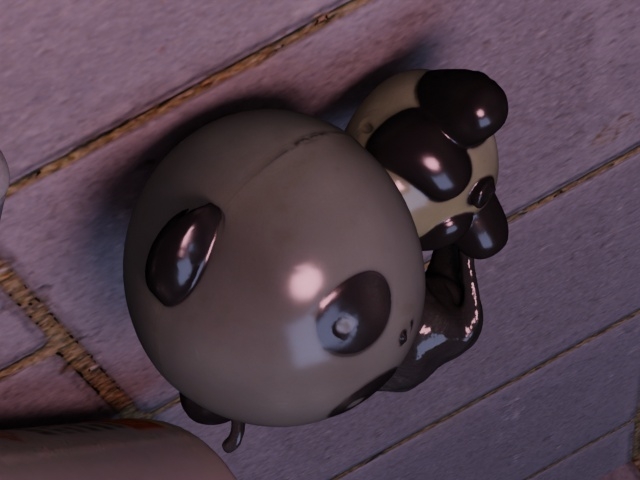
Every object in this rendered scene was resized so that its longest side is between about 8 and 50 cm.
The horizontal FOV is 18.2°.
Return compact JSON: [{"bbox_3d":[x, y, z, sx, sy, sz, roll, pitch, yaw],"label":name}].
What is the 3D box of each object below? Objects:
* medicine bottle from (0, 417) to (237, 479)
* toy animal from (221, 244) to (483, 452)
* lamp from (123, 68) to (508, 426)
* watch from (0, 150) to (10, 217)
[{"bbox_3d":[-0.231,0.238,1.356,0.219,0.219,0.388,-40,159,27],"label":"medicine bottle"},{"bbox_3d":[0.005,0.048,1.343,0.269,0.137,0.082,-24,171,41],"label":"toy animal"},{"bbox_3d":[0.000,0.000,1.168,0.244,0.198,0.198,-34,163,-18],"label":"lamp"},{"bbox_3d":[-0.260,0.012,0.993,0.206,0.068,0.193,-8,151,-50],"label":"watch"}]
